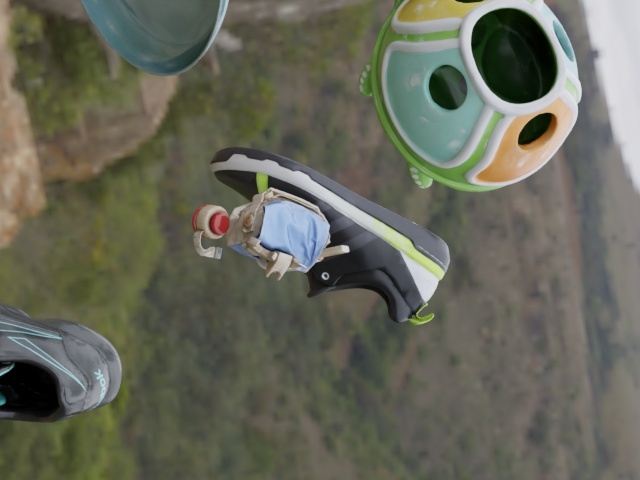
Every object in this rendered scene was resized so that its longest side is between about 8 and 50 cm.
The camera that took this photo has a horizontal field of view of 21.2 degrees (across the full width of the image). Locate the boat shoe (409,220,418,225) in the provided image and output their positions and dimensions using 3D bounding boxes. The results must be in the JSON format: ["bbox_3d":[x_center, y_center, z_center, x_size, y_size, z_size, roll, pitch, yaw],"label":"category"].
[{"bbox_3d":[0.107,0.012,2.037,0.133,0.049,0.042,34,40,-48],"label":"boat shoe"}]

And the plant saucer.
[{"bbox_3d":[-0.189,-0.338,1.864,0.317,0.044,0.317,29,-51,43],"label":"plant saucer"}]

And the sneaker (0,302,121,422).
[{"bbox_3d":[-0.311,0.092,1.505,0.106,0.267,0.101,-54,157,-67],"label":"sneaker"}]

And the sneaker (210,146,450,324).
[{"bbox_3d":[0.000,0.000,1.478,0.097,0.235,0.084,-63,178,-4],"label":"sneaker"}]

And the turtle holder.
[{"bbox_3d":[0.189,-0.225,2.020,0.227,0.243,0.320,149,-58,-75],"label":"turtle holder"}]

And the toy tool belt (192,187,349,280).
[{"bbox_3d":[-0.027,-0.004,0.984,0.083,0.051,0.052,13,88,-42],"label":"toy tool belt"}]
